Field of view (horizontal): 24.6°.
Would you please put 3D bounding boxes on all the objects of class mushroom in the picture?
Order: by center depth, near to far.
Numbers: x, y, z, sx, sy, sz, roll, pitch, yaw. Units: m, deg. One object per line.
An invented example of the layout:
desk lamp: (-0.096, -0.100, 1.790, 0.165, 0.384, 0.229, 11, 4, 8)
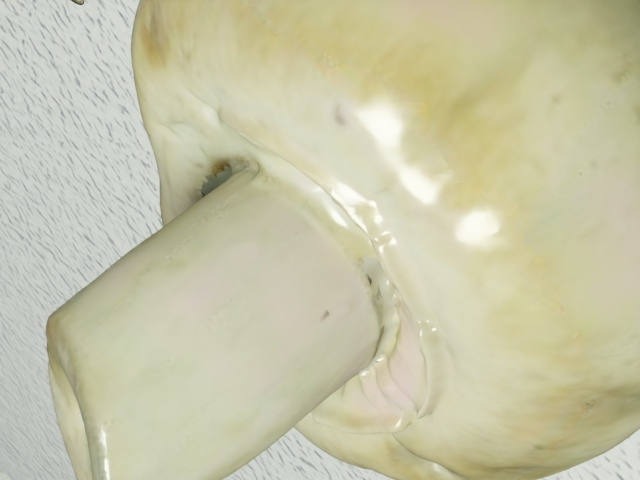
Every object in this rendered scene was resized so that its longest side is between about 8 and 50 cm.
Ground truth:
mushroom: (0.018, -0.026, 0.775, 0.353, 0.353, 0.325, -28, 68, 60)

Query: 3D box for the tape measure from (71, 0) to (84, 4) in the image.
tape measure: (-0.029, -0.246, 0.616, 0.258, 0.130, 0.265, 1, 80, 44)
